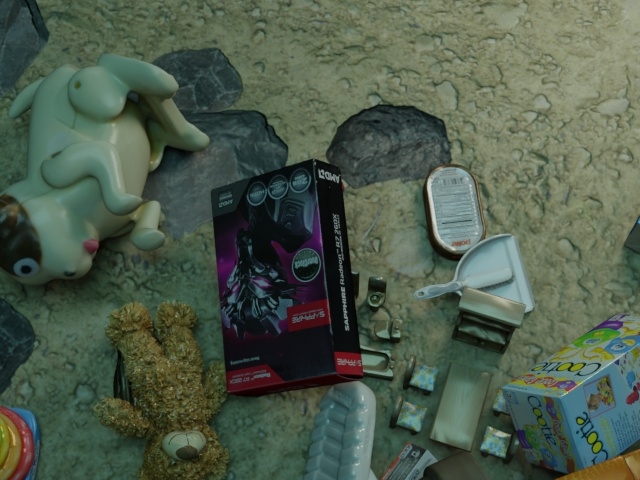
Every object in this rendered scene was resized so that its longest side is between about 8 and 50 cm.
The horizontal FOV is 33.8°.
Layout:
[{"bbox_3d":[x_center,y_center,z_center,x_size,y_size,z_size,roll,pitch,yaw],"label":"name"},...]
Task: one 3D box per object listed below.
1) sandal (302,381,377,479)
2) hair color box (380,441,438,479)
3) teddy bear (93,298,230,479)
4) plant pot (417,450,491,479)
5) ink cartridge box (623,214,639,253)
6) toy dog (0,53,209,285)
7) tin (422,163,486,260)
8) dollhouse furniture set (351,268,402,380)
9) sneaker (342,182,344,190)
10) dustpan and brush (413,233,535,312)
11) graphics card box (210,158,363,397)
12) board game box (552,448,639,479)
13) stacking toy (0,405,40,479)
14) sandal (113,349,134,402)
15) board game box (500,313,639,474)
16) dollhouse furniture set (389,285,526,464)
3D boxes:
[{"bbox_3d":[0.039,0.436,1.708,0.102,0.169,0.416,25,70,-33],"label":"sandal"},{"bbox_3d":[0.176,0.413,1.695,0.093,0.053,0.167,-50,119,-18],"label":"hair color box"},{"bbox_3d":[-0.253,0.253,1.767,0.245,0.113,0.338,19,55,-31],"label":"teddy bear"},{"bbox_3d":[0.139,0.503,1.499,0.280,0.323,0.323,-20,68,-8],"label":"plant pot"},{"bbox_3d":[0.629,-0.067,1.912,0.061,0.104,0.181,31,71,13],"label":"ink cartridge box"},{"bbox_3d":[-0.446,-0.113,1.865,0.395,0.284,0.408,21,71,10],"label":"toy dog"},{"bbox_3d":[0.247,-0.055,1.954,0.106,0.040,0.190,-8,67,3],"label":"tin"},{"bbox_3d":[0.069,0.143,1.825,0.144,0.123,0.151,9,68,5],"label":"dollhouse furniture set"},{"bbox_3d":[0.000,0.000,1.922,0.128,0.087,0.221,39,85,7],"label":"sneaker"},{"bbox_3d":[0.268,0.076,1.875,0.211,0.060,0.147,-14,80,1],"label":"dustpan and brush"},{"bbox_3d":[-0.061,0.067,1.791,0.232,0.094,0.371,-14,74,33],"label":"graphics card box"},{"bbox_3d":[0.477,0.513,1.532,0.356,0.356,0.356,-19,68,-7],"label":"board game box"},{"bbox_3d":[-0.564,0.316,1.668,0.165,0.302,0.175,2,66,2],"label":"stacking toy"},{"bbox_3d":[-0.331,0.220,1.839,0.049,0.072,0.180,8,61,-19],"label":"sandal"},{"bbox_3d":[0.454,0.243,1.701,0.275,0.142,0.144,-26,102,-27],"label":"board game box"},{"bbox_3d":[0.252,0.225,1.766,0.212,0.161,0.242,17,68,8],"label":"dollhouse furniture set"}]
